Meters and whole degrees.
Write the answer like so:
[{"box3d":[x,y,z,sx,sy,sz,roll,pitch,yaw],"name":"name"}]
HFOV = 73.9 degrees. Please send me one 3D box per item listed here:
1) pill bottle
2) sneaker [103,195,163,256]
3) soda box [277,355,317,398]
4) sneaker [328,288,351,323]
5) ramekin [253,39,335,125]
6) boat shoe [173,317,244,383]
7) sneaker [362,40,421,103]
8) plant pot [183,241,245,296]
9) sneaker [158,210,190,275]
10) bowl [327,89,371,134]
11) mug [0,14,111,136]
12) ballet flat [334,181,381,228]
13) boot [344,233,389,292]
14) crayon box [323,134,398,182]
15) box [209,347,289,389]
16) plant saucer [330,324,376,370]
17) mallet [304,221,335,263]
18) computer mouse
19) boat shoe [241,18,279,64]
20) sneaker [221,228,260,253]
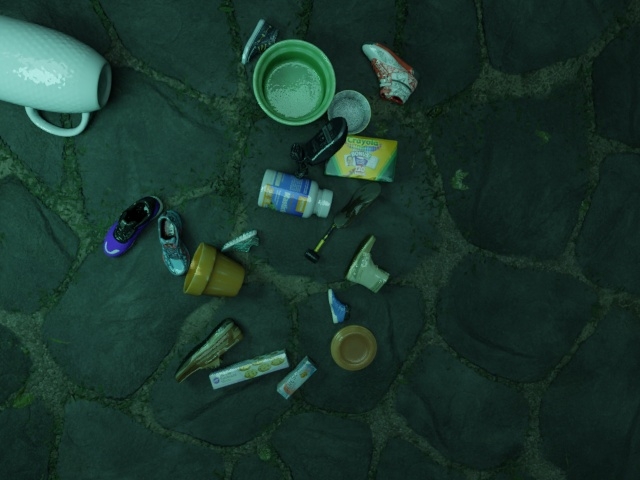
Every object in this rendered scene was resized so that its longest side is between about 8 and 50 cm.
[{"box3d":[-0.095,-0.173,1.656,0.271,0.152,0.152,14,94,-6],"name":"pill bottle"},{"box3d":[-0.734,-0.057,1.612,0.102,0.146,0.293,41,91,-8],"name":"sneaker"},{"box3d":[-0.100,0.572,1.777,0.183,0.063,0.058,-45,99,1],"name":"soda box"},{"box3d":[0.082,0.266,1.763,0.084,0.058,0.152,-12,101,2],"name":"sneaker"},{"box3d":[-0.100,-0.581,1.615,0.303,0.148,0.304,-1,96,-5],"name":"ramekin"},{"box3d":[-0.444,0.459,1.708,0.324,0.122,0.120,-44,101,1],"name":"boat shoe"},{"box3d":[0.253,-0.652,1.669,0.270,0.090,0.145,31,90,-10],"name":"sneaker"},{"box3d":[-0.404,0.133,1.649,0.187,0.205,0.205,22,94,-22],"name":"plant pot"},{"box3d":[-0.583,0.018,1.644,0.104,0.125,0.262,-12,97,-3],"name":"sneaker"},{"box3d":[0.107,-0.495,1.675,0.170,0.080,0.170,0,92,-6],"name":"bowl"},{"box3d":[-0.939,-0.548,1.505,0.328,0.276,0.374,12,125,-13],"name":"mug"},{"box3d":[0.154,-0.139,1.736,0.250,0.058,0.084,-46,62,-5],"name":"ballet flat"},{"box3d":[0.215,0.097,1.751,0.165,0.077,0.213,27,98,-7],"name":"boot"},{"box3d":[0.158,-0.327,1.698,0.278,0.081,0.165,5,95,-5],"name":"crayon box"},{"box3d":[-0.290,0.529,1.755,0.323,0.063,0.067,-15,96,-3],"name":"box"},{"box3d":[0.143,0.458,1.801,0.199,0.037,0.200,-1,96,-5],"name":"plant saucer"},{"box3d":[0.000,0.000,1.744,0.062,0.039,0.190,29,89,-11],"name":"mallet"},{"box3d":[0.008,-0.357,1.609,0.272,0.189,0.072,-34,139,28],"name":"computer mouse"},{"box3d":[-0.229,-0.747,1.628,0.083,0.065,0.183,27,92,-6],"name":"boat shoe"},{"box3d":[-0.317,0.021,1.703,0.166,0.065,0.076,-27,102,0],"name":"sneaker"}]
